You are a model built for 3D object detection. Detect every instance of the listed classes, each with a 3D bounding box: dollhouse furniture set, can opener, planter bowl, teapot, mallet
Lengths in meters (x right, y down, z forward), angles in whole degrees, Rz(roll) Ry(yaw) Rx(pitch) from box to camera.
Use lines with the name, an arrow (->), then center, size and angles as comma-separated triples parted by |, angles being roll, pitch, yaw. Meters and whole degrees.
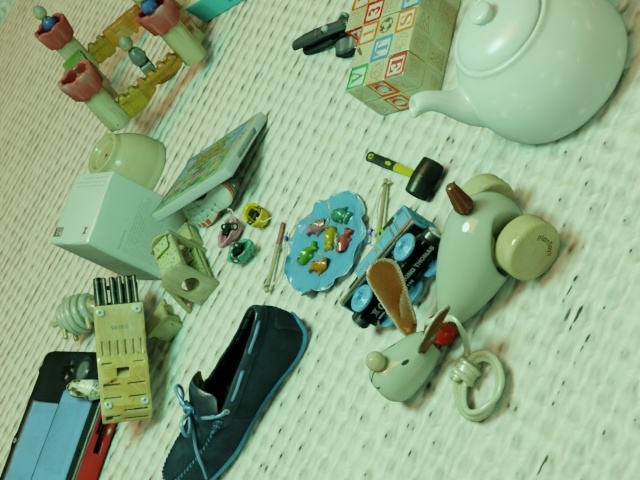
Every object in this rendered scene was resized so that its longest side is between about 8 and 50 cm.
dollhouse furniture set -> -0.292, 0.063, 2.056 | 0.161, 0.101, 0.182 | -49, 37, 16
can opener -> 0.010, -0.364, 2.018 | 0.186, 0.059, 0.073 | 0, 67, 51
planter bowl -> -0.417, -0.161, 2.362 | 0.162, 0.109, 0.162 | -30, 46, 36
teapot -> 0.275, -0.268, 1.514 | 0.253, 0.187, 0.255 | -7, 60, 48
mallet -> 0.126, -0.119, 1.729 | 0.062, 0.039, 0.190 | -56, 31, 6

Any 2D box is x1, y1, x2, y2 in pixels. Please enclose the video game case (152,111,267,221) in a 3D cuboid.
video game case -> -0.207, -0.138, 2.098 | 0.212, 0.023, 0.193 | -29, 23, 37

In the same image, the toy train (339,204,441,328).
toy train -> 0.103, 0.042, 1.610 | 0.184, 0.080, 0.105 | -51, 27, 17

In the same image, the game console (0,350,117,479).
game console -> -0.511, 0.395, 2.134 | 0.342, 0.060, 0.386 | -3, 63, 50

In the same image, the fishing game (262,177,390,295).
fishing game -> 0.000, 0.000, 1.795 | 0.264, 0.041, 0.189 | -17, 51, 45

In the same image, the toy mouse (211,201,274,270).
toy mouse -> -0.143, -0.001, 1.978 | 0.143, 0.031, 0.161 | -59, 35, 2

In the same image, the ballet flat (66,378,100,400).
ballet flat -> -0.429, 0.269, 2.038 | 0.114, 0.041, 0.041 | -10, 59, 50

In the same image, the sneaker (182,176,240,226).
sneaker -> -0.196, -0.074, 2.090 | 0.158, 0.061, 0.065 | -24, 17, 48

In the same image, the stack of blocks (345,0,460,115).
stack of blocks -> 0.131, -0.359, 1.839 | 0.171, 0.087, 0.297 | -11, 58, 47

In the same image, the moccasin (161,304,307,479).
moccasin -> -0.162, 0.238, 1.760 | 0.342, 0.117, 0.138 | -58, 35, 3

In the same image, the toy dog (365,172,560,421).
toy dog -> 0.157, 0.051, 1.458 | 0.220, 0.161, 0.333 | 12, 76, 54

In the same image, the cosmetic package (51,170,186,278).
cosmetic package -> -0.386, -0.027, 2.164 | 0.151, 0.184, 0.151 | -1, 66, 50

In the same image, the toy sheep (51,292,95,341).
toy sheep -> -0.487, 0.151, 2.253 | 0.132, 0.091, 0.091 | -21, 48, 18

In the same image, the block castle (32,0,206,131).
block castle -> -0.455, -0.459, 2.456 | 0.303, 0.213, 0.453 | -40, 33, 1

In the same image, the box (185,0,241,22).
box -> -0.184, -0.561, 2.393 | 0.244, 0.060, 0.100 | -18, 53, 44

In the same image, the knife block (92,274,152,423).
knife block -> -0.363, 0.193, 2.045 | 0.242, 0.088, 0.275 | 134, 130, -76
